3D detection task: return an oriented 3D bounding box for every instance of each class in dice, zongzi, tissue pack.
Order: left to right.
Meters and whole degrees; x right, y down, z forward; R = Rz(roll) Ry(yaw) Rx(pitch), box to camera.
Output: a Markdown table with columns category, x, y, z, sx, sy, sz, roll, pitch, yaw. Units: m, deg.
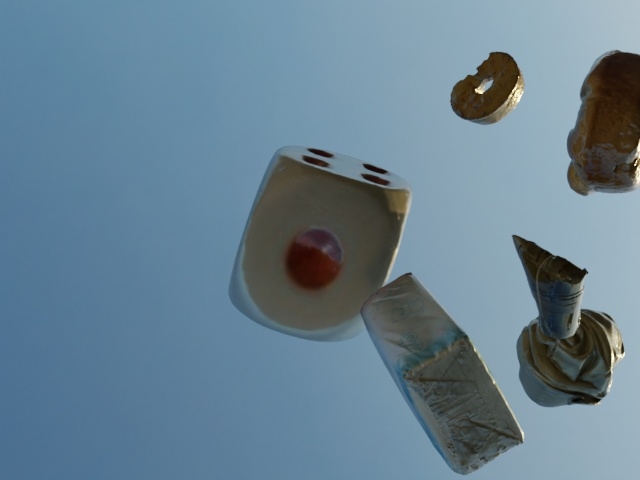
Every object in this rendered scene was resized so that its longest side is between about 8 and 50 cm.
| category | x | y | z | sx | sy | sz | roll | pitch | yaw |
| --- | --- | --- | --- | --- | --- | --- | --- | --- | --- |
| dice | 0.000 | 0.000 | 1.584 | 0.277 | 0.304 | 0.304 | 17 | -166 | 1 |
| tissue pack | 0.166 | 0.185 | 1.228 | 0.124 | 0.201 | 0.271 | -28 | -161 | -1 |
| zongzi | 0.418 | 0.099 | 1.606 | 0.081 | 0.189 | 0.178 | -19 | -145 | -25 |

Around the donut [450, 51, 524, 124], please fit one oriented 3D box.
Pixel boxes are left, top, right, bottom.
| category | x | y | z | sx | sy | sz | roll | pitch | yaw |
| --- | --- | --- | --- | --- | --- | --- | --- | --- | --- |
| donut | 0.236 | -0.204 | 1.167 | 0.043 | 0.108 | 0.097 | 26 | -140 | -39 |

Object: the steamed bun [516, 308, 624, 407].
| category | x | y | z | sx | sy | sz | roll | pitch | yaw |
| --- | --- | --- | --- | --- | --- | --- | --- | --- | --- |
| steamed bun | 0.514 | 0.231 | 1.738 | 0.218 | 0.144 | 0.211 | -5 | -116 | 17 |

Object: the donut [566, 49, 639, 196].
| category | x | y | z | sx | sy | sz | roll | pitch | yaw |
| --- | --- | --- | --- | --- | --- | --- | --- | --- | --- |
| donut | 0.602 | -0.240 | 1.718 | 0.150 | 0.299 | 0.317 | 11 | -107 | 27 |
